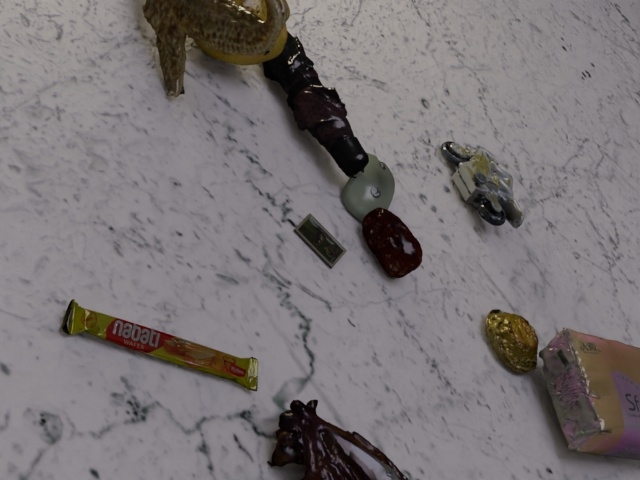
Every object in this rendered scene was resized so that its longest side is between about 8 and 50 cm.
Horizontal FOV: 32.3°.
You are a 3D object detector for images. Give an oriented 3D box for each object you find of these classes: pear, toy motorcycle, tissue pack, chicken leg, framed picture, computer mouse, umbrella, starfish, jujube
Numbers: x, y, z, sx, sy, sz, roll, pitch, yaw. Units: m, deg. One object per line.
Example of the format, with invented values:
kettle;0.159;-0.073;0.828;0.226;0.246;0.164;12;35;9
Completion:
pear;-0.134;-0.378;1.897;0.178;0.178;0.178;28;39;-26
toy motorcycle;0.334;-0.115;2.220;0.151;0.074;0.228;2;45;-39
tissue pack;0.515;0.284;1.983;0.257;0.123;0.215;13;50;-38
chicken leg;0.081;0.379;1.461;0.158;0.096;0.407;-20;74;-48
framed picture;0.000;0.000;1.810;0.089;0.007;0.066;46;35;-2
computer mouse;0.095;-0.103;1.971;0.089;0.056;0.181;42;35;-16
umbrella;-0.017;-0.247;1.961;0.326;0.094;0.090;59;-2;21
starfish;-0.196;-0.448;1.803;0.082;0.324;0.432;29;41;-48
jujube;0.121;0.001;1.882;0.077;0.077;0.129;-7;58;-50

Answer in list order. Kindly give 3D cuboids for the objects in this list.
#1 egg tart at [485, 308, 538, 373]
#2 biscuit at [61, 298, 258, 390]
egg tart;0.349;0.176;1.973;0.130;0.052;0.130;30;40;-28
biscuit;-0.203;0.140;1.444;0.292;0.026;0.048;22;62;-32
